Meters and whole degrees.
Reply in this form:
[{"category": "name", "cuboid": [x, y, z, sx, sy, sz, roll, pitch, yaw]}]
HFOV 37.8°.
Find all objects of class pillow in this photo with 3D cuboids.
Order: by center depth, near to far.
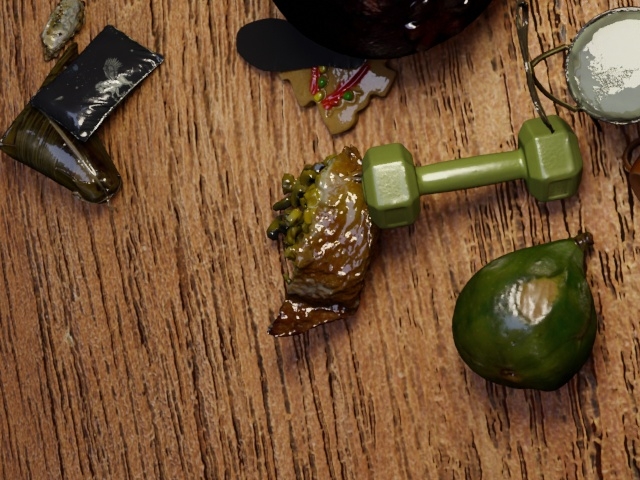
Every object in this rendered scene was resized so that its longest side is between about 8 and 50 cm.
[{"category": "pillow", "cuboid": [-0.387, -0.278, 1.626, 0.141, 0.055, 0.208, 34, 74, 17]}]

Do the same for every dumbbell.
[{"category": "dumbbell", "cuboid": [0.209, -0.095, 1.316, 0.302, 0.121, 0.108, -9, 59, 4]}]

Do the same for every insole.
[{"category": "insole", "cuboid": [-0.031, -0.308, 1.484, 0.253, 0.005, 0.086, 10, 97, 30]}]

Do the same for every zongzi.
[{"category": "zongzi", "cuboid": [-0.415, -0.205, 1.668, 0.248, 0.111, 0.241, 31, 87, 11]}]

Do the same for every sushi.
[{"category": "sushi", "cuboid": [0.001, -0.003, 1.447, 0.179, 0.167, 0.296, 15, 106, 0]}]

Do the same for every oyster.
[{"category": "oyster", "cuboid": [-0.474, -0.391, 1.717, 0.132, 0.029, 0.086, -26, 75, 27]}]

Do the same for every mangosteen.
[{"category": "mangosteen", "cuboid": [0.080, -0.466, 1.280, 0.382, 0.382, 0.435, -31, 66, 23]}]

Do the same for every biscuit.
[{"category": "biscuit", "cuboid": [0.011, -0.290, 1.487, 0.239, 0.041, 0.212, 28, 105, 21]}]

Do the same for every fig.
[{"category": "fig", "cuboid": [0.303, 0.091, 1.310, 0.195, 0.195, 0.245, 29, 69, 21]}]

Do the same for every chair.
[{"category": "chair", "cuboid": [0.366, -0.214, 1.165, 0.170, 0.326, 0.159, -8, 88, 26]}]

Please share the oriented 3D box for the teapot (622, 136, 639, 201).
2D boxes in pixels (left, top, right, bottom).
[{"category": "teapot", "cuboid": [0.478, -0.091, 1.247, 0.116, 0.116, 0.173, -57, 44, 16]}]
